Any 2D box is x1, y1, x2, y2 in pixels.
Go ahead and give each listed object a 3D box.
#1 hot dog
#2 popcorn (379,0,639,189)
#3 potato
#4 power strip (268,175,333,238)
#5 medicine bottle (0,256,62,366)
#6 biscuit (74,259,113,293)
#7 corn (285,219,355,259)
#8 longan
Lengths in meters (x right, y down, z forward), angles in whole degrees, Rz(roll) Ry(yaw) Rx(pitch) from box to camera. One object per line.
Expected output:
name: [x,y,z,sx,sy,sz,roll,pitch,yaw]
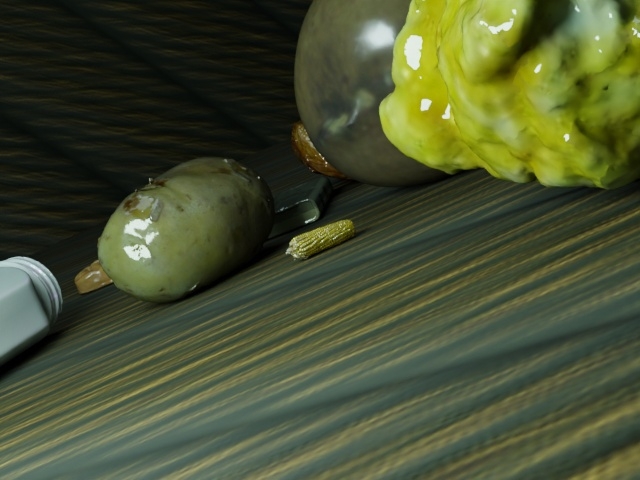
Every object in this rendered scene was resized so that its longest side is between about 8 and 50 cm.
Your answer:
hot dog: [0.029,-0.146,1.782,0.160,0.099,0.227,5,2,-12]
popcorn: [0.238,-0.152,0.946,0.334,0.293,0.292,4,-40,-17]
potato: [-0.154,-0.020,1.343,0.165,0.165,0.262,-14,16,44]
power strip: [-0.033,-0.053,1.616,0.092,0.034,0.268,-22,9,9]
medicine bottle: [-0.437,0.116,1.318,0.179,0.124,0.324,-19,8,23]
biscuit: [-0.269,0.012,1.802,0.289,0.044,0.202,-21,9,-6]
corn: [0.000,0.000,1.235,0.083,0.028,0.027,-21,2,-14]
longan: [0.115,-0.220,1.385,0.319,0.319,0.319,-22,9,3]
